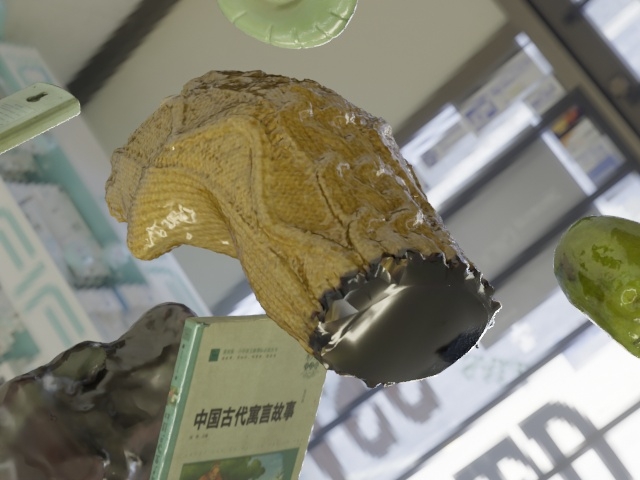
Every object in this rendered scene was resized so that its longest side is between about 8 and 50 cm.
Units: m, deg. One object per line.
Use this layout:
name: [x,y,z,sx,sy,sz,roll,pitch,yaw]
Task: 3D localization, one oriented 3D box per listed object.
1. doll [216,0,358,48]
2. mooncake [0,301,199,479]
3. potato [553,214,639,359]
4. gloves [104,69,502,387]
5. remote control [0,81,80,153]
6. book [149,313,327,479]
doll: [-0.051,-0.361,1.562,0.284,0.268,0.216,-64,169,11]
mooncake: [-0.274,0.269,1.905,0.381,0.212,0.350,-34,166,-28]
potato: [0.413,0.066,1.905,0.148,0.253,0.186,-49,168,6]
gloves: [-0.019,-0.030,1.016,0.203,0.356,0.155,12,104,-41]
remote control: [-0.457,-0.163,2.134,0.233,0.098,0.038,-35,136,-39]
book: [-0.083,0.203,1.390,0.215,0.025,0.282,0,107,-53]
